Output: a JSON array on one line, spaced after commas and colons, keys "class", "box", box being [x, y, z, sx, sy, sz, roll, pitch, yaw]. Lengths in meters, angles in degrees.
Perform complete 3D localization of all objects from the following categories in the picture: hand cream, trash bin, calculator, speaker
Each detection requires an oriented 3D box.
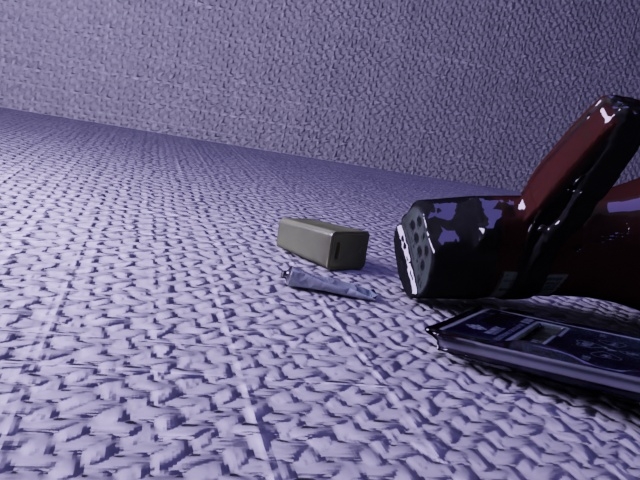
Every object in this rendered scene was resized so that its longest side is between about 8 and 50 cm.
[{"class": "hand cream", "box": [0.008, 0.043, 0.622, 0.093, 0.019, 0.030, 16, 8, -10]}, {"class": "trash bin", "box": [0.000, 0.000, 0.748, 0.061, 0.043, 0.092, -1, 15, -45]}, {"class": "calculator", "box": [0.232, 0.089, 0.501, 0.274, 0.028, 0.165, 10, 9, 29]}, {"class": "speaker", "box": [0.263, 0.000, 0.628, 0.329, 0.198, 0.259, 0, -6, -20]}]
